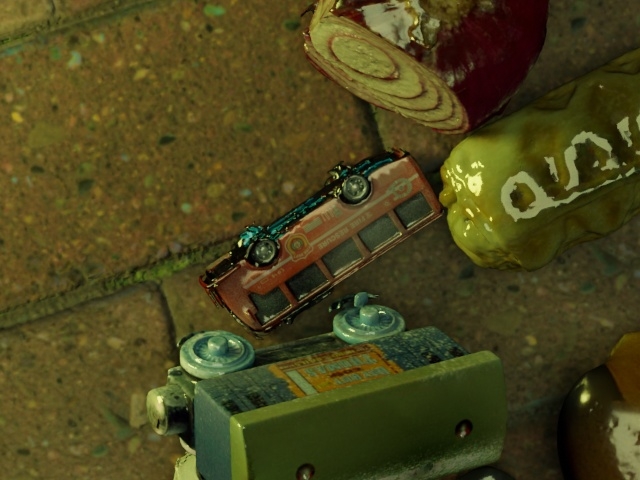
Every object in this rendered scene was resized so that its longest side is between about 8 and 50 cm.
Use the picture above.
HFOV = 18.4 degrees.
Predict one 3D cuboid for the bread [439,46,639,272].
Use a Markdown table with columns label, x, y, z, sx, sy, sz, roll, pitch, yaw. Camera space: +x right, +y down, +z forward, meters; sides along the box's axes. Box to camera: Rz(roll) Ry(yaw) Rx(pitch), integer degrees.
| label | x | y | z | sx | sy | sz | roll | pitch | yaw |
| --- | --- | --- | --- | --- | --- | --- | --- | --- | --- |
| bread | 0.239 | -0.071 | 1.855 | 0.268 | 0.130 | 0.152 | -27 | 103 | -4 |

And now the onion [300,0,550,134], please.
| label | x | y | z | sx | sy | sz | roll | pitch | yaw |
| --- | --- | --- | --- | --- | --- | --- | --- | --- | --- |
| onion | 0.113 | -0.220 | 1.802 | 0.206 | 0.216 | 0.207 | 29 | 84 | -9 |

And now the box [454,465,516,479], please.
| label | x | y | z | sx | sy | sz | roll | pitch | yaw |
| --- | --- | --- | --- | --- | --- | --- | --- | --- | --- |
| box | 0.141 | 0.346 | 1.926 | 0.201 | 0.042 | 0.212 | -30 | 96 | -2 |

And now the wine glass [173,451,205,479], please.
| label | x | y | z | sx | sy | sz | roll | pitch | yaw |
| --- | --- | --- | --- | --- | --- | --- | --- | --- | --- |
| wine glass | -0.165 | 0.296 | 1.850 | 0.196 | 0.165 | 0.165 | -19 | 95 | 4 |

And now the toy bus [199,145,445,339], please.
| label | x | y | z | sx | sy | sz | roll | pitch | yaw |
| --- | --- | --- | --- | --- | --- | --- | --- | --- | --- |
| toy bus | 0.000 | 0.000 | 1.878 | 0.235 | 0.073 | 0.096 | -35 | 102 | -2 |

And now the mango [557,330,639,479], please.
| label | x | y | z | sx | sy | sz | roll | pitch | yaw |
| --- | --- | --- | --- | --- | --- | --- | --- | --- | --- |
| mango | 0.338 | 0.229 | 1.878 | 0.201 | 0.152 | 0.287 | -36 | 94 | 8 |

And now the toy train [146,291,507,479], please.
| label | x | y | z | sx | sy | sz | roll | pitch | yaw |
| --- | --- | --- | --- | --- | --- | --- | --- | --- | --- |
| toy train | 0.006 | 0.152 | 1.786 | 0.300 | 0.202 | 0.131 | -13 | 119 | -26 |
